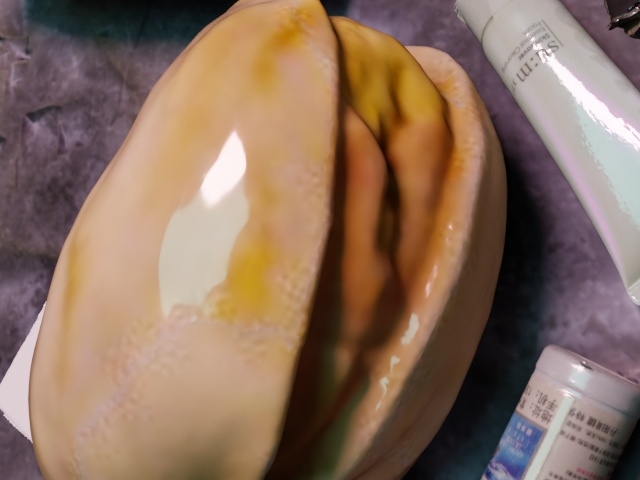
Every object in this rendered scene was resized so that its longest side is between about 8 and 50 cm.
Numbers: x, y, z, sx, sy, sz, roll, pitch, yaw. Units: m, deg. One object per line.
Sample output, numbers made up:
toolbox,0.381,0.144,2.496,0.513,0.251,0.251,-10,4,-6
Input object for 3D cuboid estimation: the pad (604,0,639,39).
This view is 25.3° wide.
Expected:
pad,0.208,-0.197,0.690,0.174,0.022,0.233,-29,30,27

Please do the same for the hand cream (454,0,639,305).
hand cream,0.140,-0.066,0.747,0.078,0.050,0.205,-42,59,19

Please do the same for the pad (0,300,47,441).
pad,-0.125,0.048,0.934,0.156,0.004,0.232,35,97,38

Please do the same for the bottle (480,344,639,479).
bottle,0.091,0.159,0.700,0.060,0.060,0.217,26,91,39

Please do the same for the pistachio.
pistachio,-0.033,0.029,0.735,0.230,0.230,0.309,24,95,39
